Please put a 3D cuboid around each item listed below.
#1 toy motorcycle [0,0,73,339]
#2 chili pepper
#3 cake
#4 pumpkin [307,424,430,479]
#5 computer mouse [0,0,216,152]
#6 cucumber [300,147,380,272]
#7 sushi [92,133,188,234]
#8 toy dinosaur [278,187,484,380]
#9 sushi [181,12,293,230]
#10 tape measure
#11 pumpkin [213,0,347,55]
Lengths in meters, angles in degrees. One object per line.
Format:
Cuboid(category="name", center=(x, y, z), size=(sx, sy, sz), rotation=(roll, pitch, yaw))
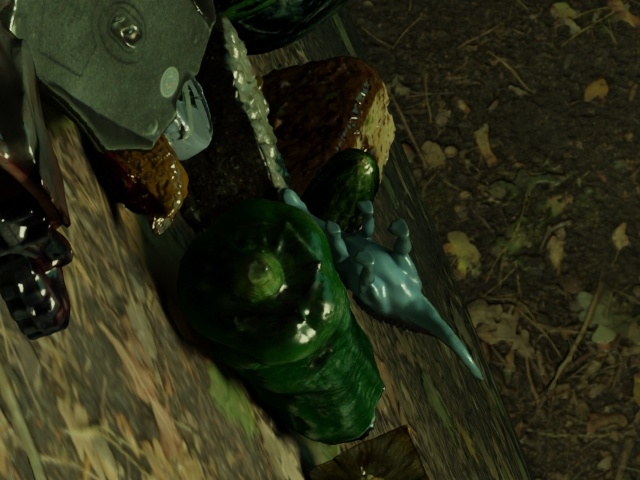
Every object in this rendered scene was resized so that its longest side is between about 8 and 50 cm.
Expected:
Cuboid(category="toy motorcycle", center=(-0.147, -0.044, 0.782), size=(0.212, 0.084, 0.118), rotation=(67, 2, -62))
Cuboid(category="chili pepper", center=(-0.024, 0.047, 1.250), size=(0.270, 0.099, 0.136), rotation=(55, 22, -73))
Cuboid(category="cake", center=(0.014, -0.045, 1.641), size=(0.246, 0.135, 0.112), rotation=(-105, 169, -46))
Cuboid(category="pumpkin", center=(0.038, 0.177, 1.344), size=(0.074, 0.083, 0.054), rotation=(64, 0, 21))
Cuboid(category="computer mouse", center=(-0.134, -0.127, 1.049), size=(0.071, 0.126, 0.231), rotation=(21, -10, 27))
Cuboid(category="cucumber", center=(0.000, 0.000, 1.395), size=(0.052, 0.058, 0.215), rotation=(-58, 175, -35))
Cuboid(category="sushi", center=(-0.111, -0.046, 1.158), size=(0.099, 0.047, 0.050), rotation=(51, -11, 24))
Cuboid(category="toy dinosaur", center=(0.038, 0.020, 1.270), size=(0.197, 0.045, 0.080), rotation=(42, -19, 26))
Cuboid(category="sushi", center=(-0.075, -0.080, 1.354), size=(0.090, 0.078, 0.150), rotation=(-23, 95, -82))
Cuboid(category="tape measure", center=(-0.110, -0.094, 1.265), size=(0.094, 0.054, 0.091), rotation=(64, 14, -1))
Cuboid(category="pumpkin", center=(-0.069, -0.291, 1.452), size=(0.315, 0.238, 0.315), rotation=(-21, 90, -81))
